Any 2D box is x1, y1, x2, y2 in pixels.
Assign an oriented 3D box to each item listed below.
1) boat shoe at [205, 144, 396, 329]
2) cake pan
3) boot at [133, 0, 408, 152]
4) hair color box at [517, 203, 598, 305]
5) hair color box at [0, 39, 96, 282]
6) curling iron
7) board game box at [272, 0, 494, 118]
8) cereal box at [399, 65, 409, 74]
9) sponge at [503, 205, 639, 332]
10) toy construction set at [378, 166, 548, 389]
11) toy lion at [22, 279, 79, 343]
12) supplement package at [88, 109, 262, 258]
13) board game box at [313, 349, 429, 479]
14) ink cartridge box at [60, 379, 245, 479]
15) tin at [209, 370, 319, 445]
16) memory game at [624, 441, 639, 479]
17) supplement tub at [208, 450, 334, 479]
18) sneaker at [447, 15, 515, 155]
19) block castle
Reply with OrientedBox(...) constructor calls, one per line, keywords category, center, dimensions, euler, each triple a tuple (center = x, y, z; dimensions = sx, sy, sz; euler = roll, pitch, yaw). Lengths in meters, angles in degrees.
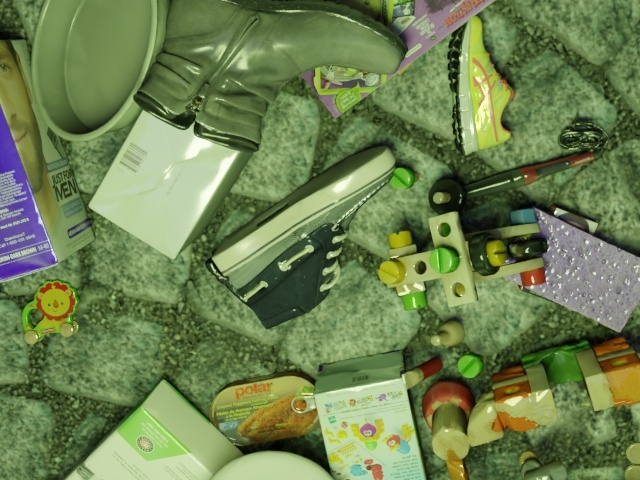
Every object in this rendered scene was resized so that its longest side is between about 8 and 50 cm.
OrientedBox(category="boat shoe", center=(0.000, 0.000, 1.459), dimensions=(0.340, 0.127, 0.158), euler=(-32, 104, 17))
OrientedBox(category="cake pan", center=(-0.316, -0.285, 1.373), dimensions=(0.293, 0.054, 0.293), euler=(-6, 80, 39))
OrientedBox(category="boot", center=(-0.065, -0.217, 1.278), dimensions=(0.338, 0.118, 0.222), euler=(14, 78, -3))
OrientedBox(category="hair color box", center=(0.367, 0.022, 1.466), dimensions=(0.072, 0.043, 0.141), euler=(20, 102, 0))
OrientedBox(category="hair color box", center=(-0.465, -0.127, 1.424), dimensions=(0.110, 0.185, 0.338), euler=(-18, 100, 7))
OrientedBox(category="curling iron", center=(0.307, -0.111, 1.451), dimensions=(0.274, 0.035, 0.068), euler=(-24, 79, 13))
OrientedBox(category="board game box", center=(0.085, -0.347, 1.334), dimensions=(0.347, 0.056, 0.208), euler=(-32, 97, 35))
OrientedBox(category="cereal box", center=(0.143, -0.390, 1.396), dimensions=(0.173, 0.047, 0.240), euler=(44, 102, -4))
OrientedBox(category="sponge", center=(0.387, 0.043, 1.430), dimensions=(0.210, 0.031, 0.117), euler=(26, 102, 0))
OrientedBox(category="toy construction set", center=(0.168, 0.070, 1.349), dimensions=(0.257, 0.237, 0.308), euler=(14, 102, 26))
OrientedBox(category="toy lion", center=(-0.444, 0.115, 1.552), dimensions=(0.100, 0.034, 0.096), euler=(-13, 93, 7))
OrientedBox(category="supplement package", center=(-0.209, -0.107, 1.400), dimensions=(0.149, 0.203, 0.194), euler=(33, 101, -2))
OrientedBox(category="board game box", center=(0.090, 0.335, 1.499), dimensions=(0.144, 0.142, 0.275), euler=(-11, 100, 6))
OrientedBox(category="ink cartridge box", center=(-0.287, 0.395, 1.538), dimensions=(0.198, 0.115, 0.273), euler=(45, 109, -5))
OrientedBox(category="tin", center=(-0.088, 0.275, 1.554), dimensions=(0.190, 0.040, 0.106), euler=(-11, 104, 7))
OrientedBox(category="memory game", center=(0.588, 0.369, 1.537), dimensions=(0.186, 0.012, 0.186), euler=(1, 102, 4))
OrientedBox(category="supplement tub", center=(-0.068, 0.492, 1.429), dimensions=(0.228, 0.228, 0.316), euler=(2, 136, 4))
OrientedBox(category="sneaker", center=(0.243, -0.236, 1.412), dimensions=(0.094, 0.081, 0.208), euler=(-6, 108, -2))
OrientedBox(category="block castle", center=(0.398, 0.315, 1.435), dimensions=(0.453, 0.213, 0.303), euler=(-16, 101, 10))
